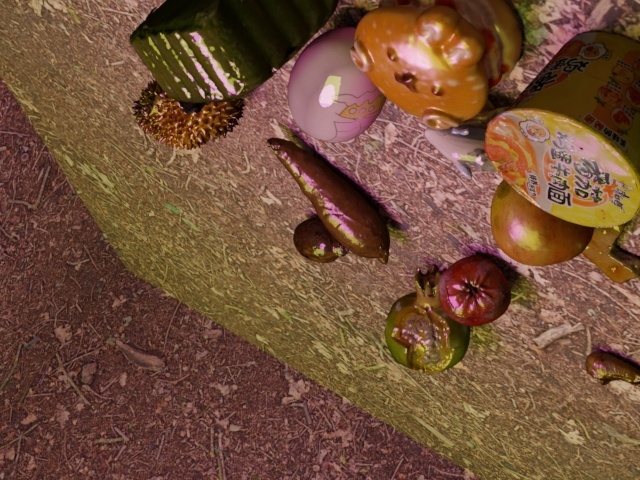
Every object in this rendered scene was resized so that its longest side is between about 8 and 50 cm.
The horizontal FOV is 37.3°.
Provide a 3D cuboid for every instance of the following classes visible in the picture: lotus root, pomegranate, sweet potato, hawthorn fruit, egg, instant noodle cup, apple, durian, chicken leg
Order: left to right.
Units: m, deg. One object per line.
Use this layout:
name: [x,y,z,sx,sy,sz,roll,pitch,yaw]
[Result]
durian: [-0.312,-0.328,2.243,0.258,0.258,0.293,47,162,-24]
lotus root: [0.000,0.000,2.578,0.209,0.120,0.120,17,151,47]
sweet potato: [0.027,-0.106,2.323,0.423,0.130,0.130,47,157,-9]
egg: [0.039,-0.297,1.811,0.196,0.196,0.271,41,153,-9]
pomegranate: [0.280,0.200,2.466,0.236,0.236,0.302,20,122,38]
hawthorn fruit: [0.359,0.119,2.205,0.172,0.173,0.173,32,158,14]
apple: [0.407,-0.049,1.744,0.196,0.196,0.196,32,158,14]
instant noodle cup: [0.414,-0.177,1.453,0.264,0.200,0.264,31,159,14]
chicken leg: [0.702,0.308,2.194,0.178,0.070,0.093,9,147,33]

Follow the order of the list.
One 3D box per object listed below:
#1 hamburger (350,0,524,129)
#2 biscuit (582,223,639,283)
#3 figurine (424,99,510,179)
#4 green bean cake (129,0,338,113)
hamburger: [0.192,-0.314,1.547,0.261,0.186,0.302,43,156,-16]
biscuit: [0.563,0.010,1.829,0.183,0.039,0.174,40,157,-7]
figurine: [0.292,-0.200,1.704,0.208,0.184,0.128,-5,141,5]
green bean cake: [-0.149,-0.388,1.723,0.218,0.335,0.319,50,160,-27]
